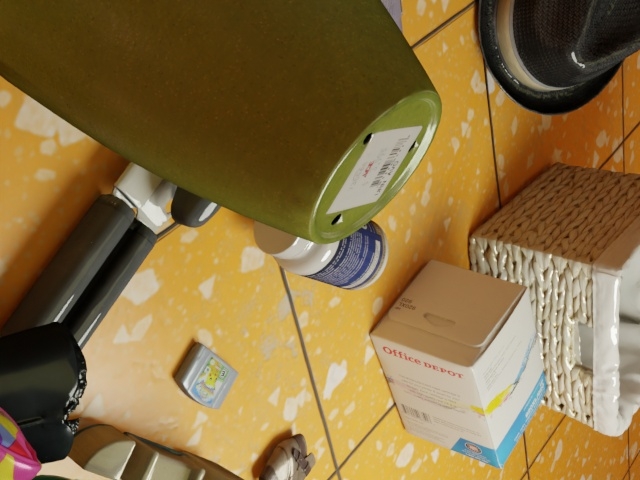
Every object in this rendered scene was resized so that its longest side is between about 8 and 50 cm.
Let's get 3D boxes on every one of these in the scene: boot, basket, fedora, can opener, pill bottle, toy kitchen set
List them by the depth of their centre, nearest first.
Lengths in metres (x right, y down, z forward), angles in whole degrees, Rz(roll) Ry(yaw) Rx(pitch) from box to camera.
[{"bbox_3d":[-0.289,0.088,0.675,0.207,0.094,0.246,-14,120,-34],"label":"boot"},{"bbox_3d":[-0.172,-0.002,0.823,0.283,0.095,0.076,-59,139,-20],"label":"can opener"},{"bbox_3d":[-0.194,0.289,0.912,0.207,0.122,0.166,31,77,-31],"label":"toy kitchen set"},{"bbox_3d":[0.000,0.000,1.044,0.169,0.094,0.094,20,86,-53],"label":"pill bottle"},{"bbox_3d":[-0.038,0.311,1.149,0.087,0.042,0.118,-37,130,-41],"label":"boot"},{"bbox_3d":[0.392,-0.344,1.295,0.334,0.152,0.334,-5,101,-25],"label":"fedora"},{"bbox_3d":[0.443,0.082,1.497,0.331,0.266,0.328,-37,129,-40],"label":"basket"}]

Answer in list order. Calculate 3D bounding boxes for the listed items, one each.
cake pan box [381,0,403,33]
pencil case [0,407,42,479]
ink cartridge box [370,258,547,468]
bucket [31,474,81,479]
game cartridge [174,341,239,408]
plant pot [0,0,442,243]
[{"bbox_3d":[-0.005,-0.247,0.976,0.246,0.070,0.267,-39,131,-40],"label":"cake pan box"},{"bbox_3d":[-0.297,0.191,0.583,0.236,0.104,0.104,-47,137,-9],"label":"pencil case"},{"bbox_3d":[0.210,0.179,1.311,0.168,0.171,0.233,-49,136,-30],"label":"ink cartridge box"},{"bbox_3d":[-0.226,0.315,0.698,0.183,0.281,0.281,86,28,-76],"label":"bucket"},{"bbox_3d":[-0.128,0.156,1.002,0.056,0.017,0.083,-58,140,-15],"label":"game cartridge"},{"bbox_3d":[-0.060,-0.142,0.675,0.275,0.293,0.275,-41,159,-20],"label":"plant pot"}]
